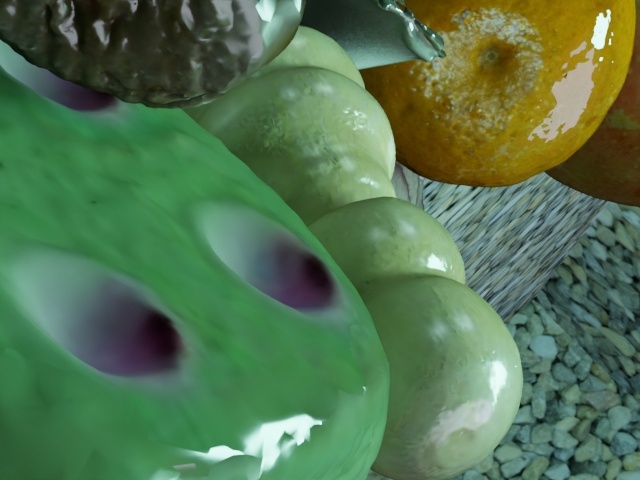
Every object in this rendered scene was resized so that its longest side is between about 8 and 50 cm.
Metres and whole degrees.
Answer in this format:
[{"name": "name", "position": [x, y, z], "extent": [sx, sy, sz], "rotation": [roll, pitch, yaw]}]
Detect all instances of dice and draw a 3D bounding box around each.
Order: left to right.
[{"name": "dice", "position": [-0.190, 0.089, 0.772], "extent": [0.318, 0.330, 0.322], "rotation": [-55, 165, 22]}]

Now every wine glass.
[{"name": "wine glass", "position": [-0.055, -0.093, 1.087], "extent": [0.232, 0.156, 0.156], "rotation": [-41, 169, 4]}]

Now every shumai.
[{"name": "shumai", "position": [-0.094, -0.179, 0.722], "extent": [0.184, 0.218, 0.185], "rotation": [-40, -145, 32]}]

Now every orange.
[{"name": "orange", "position": [0.119, -0.151, 1.290], "extent": [0.224, 0.224, 0.170], "rotation": [-50, -168, 24]}]

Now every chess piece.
[{"name": "chess piece", "position": [0.015, 0.015, 0.933], "extent": [0.142, 0.261, 0.143], "rotation": [-21, 141, -18]}]

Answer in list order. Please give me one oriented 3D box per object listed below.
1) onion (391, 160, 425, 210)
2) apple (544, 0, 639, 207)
[{"name": "onion", "position": [0.000, 0.000, 1.596], "extent": [0.314, 0.146, 0.280], "rotation": [82, 30, -50]}, {"name": "apple", "position": [0.280, -0.176, 1.481], "extent": [0.319, 0.319, 0.277], "rotation": [-39, 148, -27]}]
